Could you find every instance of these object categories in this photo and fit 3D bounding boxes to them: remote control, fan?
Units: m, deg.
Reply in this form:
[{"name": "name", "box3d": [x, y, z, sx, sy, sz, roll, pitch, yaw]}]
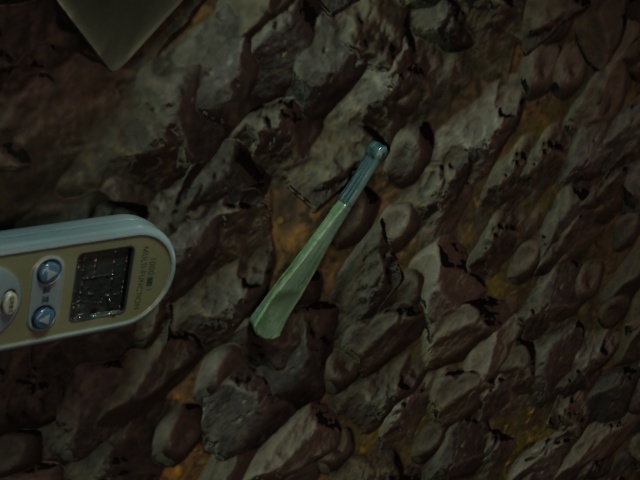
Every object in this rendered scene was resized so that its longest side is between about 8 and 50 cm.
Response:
[{"name": "remote control", "box3d": [-0.211, 0.032, 1.009, 0.244, 0.047, 0.087, -9, 119, -39]}, {"name": "fan", "box3d": [0.000, 0.000, 1.210, 0.038, 0.016, 0.193, 28, 97, -52]}]

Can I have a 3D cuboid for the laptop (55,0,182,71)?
[{"name": "laptop", "box3d": [-0.078, -0.246, 0.927, 0.269, 0.015, 0.187, -49, 159, -7]}]
